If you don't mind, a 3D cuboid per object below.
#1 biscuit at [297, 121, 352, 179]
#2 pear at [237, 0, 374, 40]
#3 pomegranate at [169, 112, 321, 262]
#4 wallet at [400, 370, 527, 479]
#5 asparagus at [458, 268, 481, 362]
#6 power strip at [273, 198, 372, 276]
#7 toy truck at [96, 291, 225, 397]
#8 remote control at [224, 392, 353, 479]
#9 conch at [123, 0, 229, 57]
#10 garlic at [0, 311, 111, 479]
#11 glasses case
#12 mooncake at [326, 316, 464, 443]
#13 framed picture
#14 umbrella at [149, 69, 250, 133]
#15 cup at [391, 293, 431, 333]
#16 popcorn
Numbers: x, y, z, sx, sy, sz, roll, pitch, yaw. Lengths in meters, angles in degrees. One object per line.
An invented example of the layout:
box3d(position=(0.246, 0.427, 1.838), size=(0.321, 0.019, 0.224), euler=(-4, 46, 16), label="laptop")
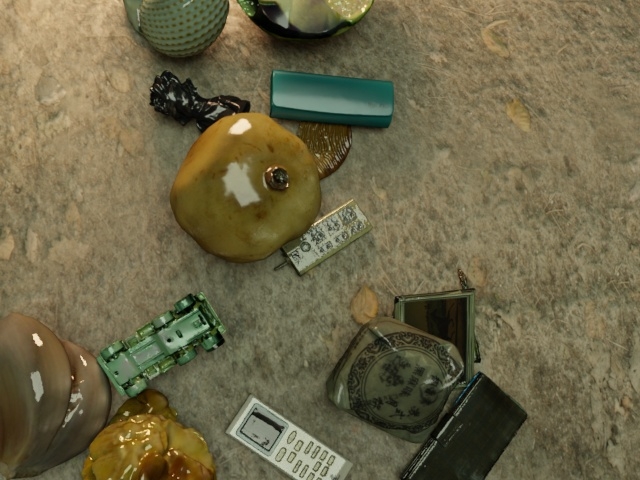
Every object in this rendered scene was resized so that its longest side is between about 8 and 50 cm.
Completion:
box3d(position=(-0.007, -0.263, 1.709), size=(0.176, 0.031, 0.229), euler=(-12, 80, -13), label="biscuit")
box3d(position=(-0.054, -0.653, 1.718), size=(0.398, 0.165, 0.399), euler=(2, 78, -9), label="pear")
box3d(position=(-0.163, -0.116, 1.510), size=(0.332, 0.332, 0.333), euler=(2, 77, -9), label="pomegranate")
box3d(position=(0.336, 0.475, 1.591), size=(0.169, 0.044, 0.317), euler=(41, 76, -7), label="wallet")
box3d(position=(0.362, 0.182, 1.676), size=(0.022, 0.023, 0.233), euler=(8, 71, -53), label="asparagus")
box3d(position=(0.000, 0.000, 1.649), size=(0.268, 0.034, 0.092), euler=(-32, 85, -14), label="power strip")
box3d(position=(-0.341, 0.225, 1.497), size=(0.259, 0.135, 0.128), euler=(-33, 95, -11), label="toy truck")
box3d(position=(-0.070, 0.459, 1.526), size=(0.277, 0.055, 0.103), euler=(35, 74, -1), label="remote control")
box3d(position=(-0.334, -0.605, 1.616), size=(0.215, 0.319, 0.303), euler=(-15, 48, -41), label="conch")
box3d(position=(-0.576, 0.292, 1.442), size=(0.246, 0.231, 0.340), euler=(-42, 64, 28), label="garlic")
box3d(position=(0.028, -0.350, 1.687), size=(0.301, 0.070, 0.117), euler=(3, 72, -12), label="glasses case")
box3d(position=(0.165, 0.304, 1.519), size=(0.250, 0.136, 0.254), euler=(25, 102, -7), label="mooncake")
box3d(position=(0.268, 0.241, 1.598), size=(0.197, 0.014, 0.252), euler=(-5, 103, -10), label="framed picture")
box3d(position=(-0.274, -0.308, 1.642), size=(0.272, 0.110, 0.122), euler=(21, 75, -9), label="umbrella")
box3d(position=(0.217, 0.178, 1.621), size=(0.077, 0.078, 0.100), euler=(15, 94, -10), label="cup")
box3d(position=(-0.354, 0.459, 1.394), size=(0.265, 0.225, 0.332), euler=(16, 36, -45), label="popcorn")
